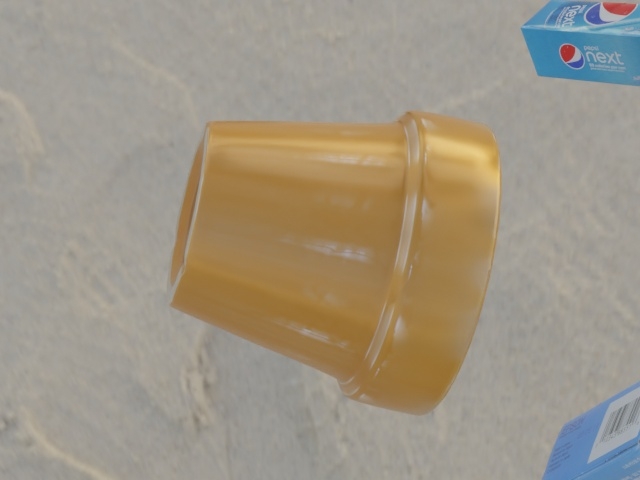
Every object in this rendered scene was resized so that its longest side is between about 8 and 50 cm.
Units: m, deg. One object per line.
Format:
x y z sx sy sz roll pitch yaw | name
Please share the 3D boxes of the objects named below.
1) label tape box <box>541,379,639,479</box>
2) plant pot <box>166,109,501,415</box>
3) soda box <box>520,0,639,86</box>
0.427 0.281 1.664 0.333 0.240 0.106 30 62 -6 | label tape box
0.000 0.000 1.086 0.188 0.205 0.205 13 61 -9 | plant pot
0.336 -0.226 1.832 0.210 0.071 0.067 12 46 46 | soda box
